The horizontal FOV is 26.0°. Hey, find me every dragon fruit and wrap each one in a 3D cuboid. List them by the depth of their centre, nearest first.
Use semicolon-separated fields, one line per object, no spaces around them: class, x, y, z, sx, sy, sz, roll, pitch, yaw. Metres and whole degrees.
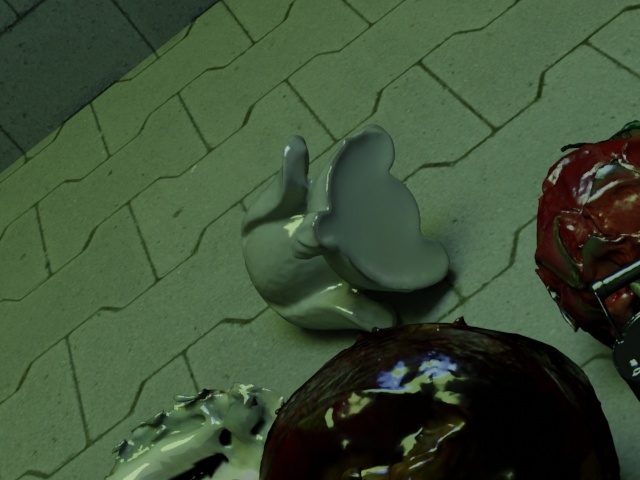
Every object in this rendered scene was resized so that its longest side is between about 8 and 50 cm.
dragon fruit;0.319;-0.013;1.434;0.234;0.234;0.293;-33;25;12

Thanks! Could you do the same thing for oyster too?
oyster;-0.142;0.299;1.631;0.351;0.115;0.238;-33;37;21

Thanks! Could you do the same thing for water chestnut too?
water chestnut;0.094;0.230;1.233;0.335;0.335;0.347;-29;-2;18

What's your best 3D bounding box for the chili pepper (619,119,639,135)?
chili pepper;0.421;-0.088;1.539;0.136;0.099;0.270;-26;13;-31

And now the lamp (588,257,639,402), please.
lamp;0.330;0.140;1.176;0.147;0.227;0.172;-30;30;16

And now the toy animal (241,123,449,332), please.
toy animal;0.000;0.000;1.779;0.206;0.271;0.265;-28;4;-36
